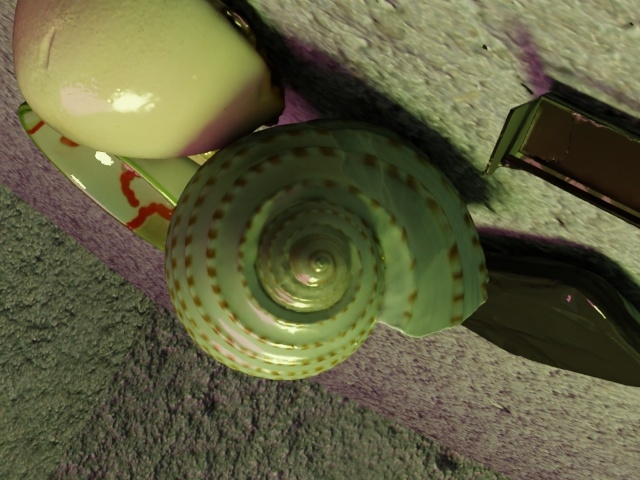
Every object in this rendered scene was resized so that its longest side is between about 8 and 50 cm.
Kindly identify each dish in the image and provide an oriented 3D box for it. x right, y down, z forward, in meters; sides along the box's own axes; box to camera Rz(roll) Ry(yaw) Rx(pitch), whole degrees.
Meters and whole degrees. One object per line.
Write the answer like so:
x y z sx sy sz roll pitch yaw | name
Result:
-0.217 -0.106 1.719 0.324 0.124 0.324 34 164 11 | dish

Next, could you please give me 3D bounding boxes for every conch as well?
-0.001 -0.014 1.279 0.319 0.303 0.215 -119 19 -64 | conch

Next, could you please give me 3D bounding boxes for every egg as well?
-0.178 -0.157 1.271 0.264 0.174 0.286 30 172 25 | egg

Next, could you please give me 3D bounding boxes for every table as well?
0.213 -0.049 0.984 0.146 0.062 0.175 28 -160 15 | table

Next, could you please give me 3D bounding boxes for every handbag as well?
0.227 0.071 1.433 0.191 0.075 0.332 38 168 -29 | handbag

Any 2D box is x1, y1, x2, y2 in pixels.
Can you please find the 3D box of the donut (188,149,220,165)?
-0.129 -0.128 1.524 0.108 0.065 0.166 27 168 20 | donut
